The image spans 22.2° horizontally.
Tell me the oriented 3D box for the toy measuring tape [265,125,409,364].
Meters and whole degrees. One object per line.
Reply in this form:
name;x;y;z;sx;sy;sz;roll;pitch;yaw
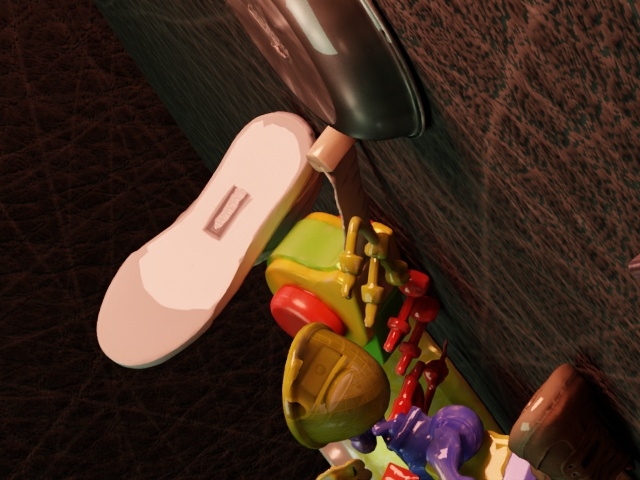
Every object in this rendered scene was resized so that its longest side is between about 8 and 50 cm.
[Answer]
toy measuring tape;0.000;0.000;1.331;0.121;0.121;0.330;50;168;33

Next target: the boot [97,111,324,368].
boot;-0.082;0.013;1.408;0.095;0.258;0.123;38;174;18

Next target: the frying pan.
frying pan;-0.025;-0.139;0.996;0.197;0.053;0.326;55;172;-13

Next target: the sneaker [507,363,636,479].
sneaker;0.169;0.131;1.028;0.071;0.066;0.188;34;173;21

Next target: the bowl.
bowl;0.080;0.200;1.725;0.289;0.156;0.289;53;176;6

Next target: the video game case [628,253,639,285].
video game case;0.215;0.108;0.547;0.274;0.026;0.196;53;175;1

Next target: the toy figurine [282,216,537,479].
toy figurine;0.127;0.145;1.300;0.217;0.191;0.362;20;164;22
